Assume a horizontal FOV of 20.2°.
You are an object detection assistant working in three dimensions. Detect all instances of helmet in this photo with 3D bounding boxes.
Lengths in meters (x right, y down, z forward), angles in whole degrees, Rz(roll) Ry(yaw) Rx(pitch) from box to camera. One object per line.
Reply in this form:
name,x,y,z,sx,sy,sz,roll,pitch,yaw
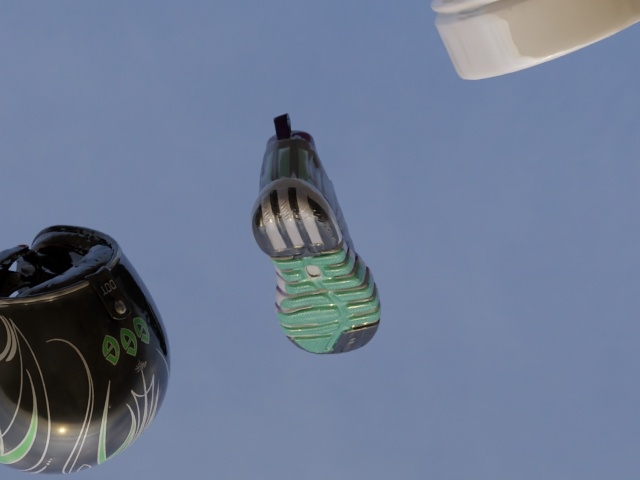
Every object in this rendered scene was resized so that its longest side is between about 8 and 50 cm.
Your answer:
helmet,-0.188,0.087,1.272,0.169,0.169,0.161,-20,-65,-24

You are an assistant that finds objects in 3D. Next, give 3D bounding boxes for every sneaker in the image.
sneaker,0.000,0.000,1.388,0.083,0.223,0.098,-5,-125,6

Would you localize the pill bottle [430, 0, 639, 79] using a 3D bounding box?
pill bottle,0.053,-0.158,0.628,0.112,0.112,0.186,-29,-77,-26
